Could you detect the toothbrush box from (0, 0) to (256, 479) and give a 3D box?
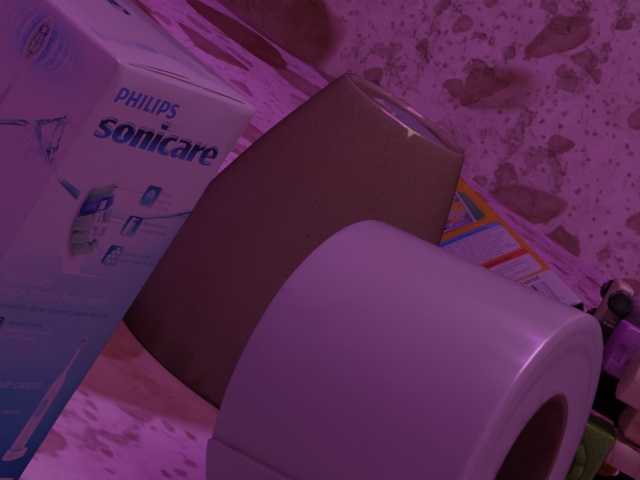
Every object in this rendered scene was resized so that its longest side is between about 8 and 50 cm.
[{"bbox_3d":[-0.210,-0.022,0.829,0.216,0.295,0.126,42,15,28],"label":"toothbrush box"}]

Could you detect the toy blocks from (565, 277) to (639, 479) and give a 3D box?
[{"bbox_3d":[0.297,0.228,1.217,0.260,0.288,0.309,28,11,0],"label":"toy blocks"}]

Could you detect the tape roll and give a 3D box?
[{"bbox_3d":[0.062,0.128,1.009,0.169,0.246,0.246,25,8,24],"label":"tape roll"}]

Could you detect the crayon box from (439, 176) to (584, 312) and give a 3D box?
[{"bbox_3d":[0.120,0.053,1.586,0.323,0.203,0.083,-125,-164,-55],"label":"crayon box"}]

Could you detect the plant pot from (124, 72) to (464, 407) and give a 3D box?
[{"bbox_3d":[0.000,0.000,1.321,0.256,0.274,0.256,33,13,-9],"label":"plant pot"}]

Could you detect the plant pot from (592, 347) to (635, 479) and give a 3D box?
[{"bbox_3d":[0.377,0.214,1.575,0.272,0.272,0.265,36,5,7],"label":"plant pot"}]

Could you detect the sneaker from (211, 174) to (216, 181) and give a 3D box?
[{"bbox_3d":[-0.188,-0.093,1.669,0.166,0.065,0.076,35,17,8],"label":"sneaker"}]
